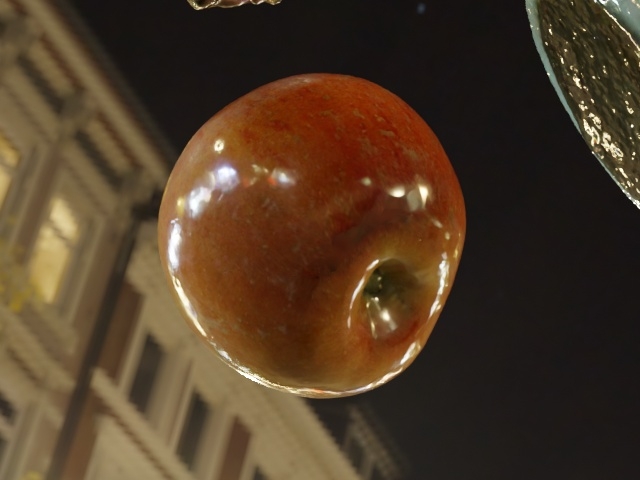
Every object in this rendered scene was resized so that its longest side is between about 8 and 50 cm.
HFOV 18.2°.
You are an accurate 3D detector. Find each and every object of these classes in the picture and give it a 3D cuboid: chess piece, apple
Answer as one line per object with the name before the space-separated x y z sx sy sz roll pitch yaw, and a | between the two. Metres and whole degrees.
chess piece | 0.279 -0.143 1.057 0.299 0.194 0.194 -32 -38 -10
apple | 0.000 0.000 1.583 0.253 0.253 0.253 10 -35 7

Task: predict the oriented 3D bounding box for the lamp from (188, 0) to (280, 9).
lamp | 0.004 -0.237 1.176 0.274 0.177 0.177 -19 -29 -19
